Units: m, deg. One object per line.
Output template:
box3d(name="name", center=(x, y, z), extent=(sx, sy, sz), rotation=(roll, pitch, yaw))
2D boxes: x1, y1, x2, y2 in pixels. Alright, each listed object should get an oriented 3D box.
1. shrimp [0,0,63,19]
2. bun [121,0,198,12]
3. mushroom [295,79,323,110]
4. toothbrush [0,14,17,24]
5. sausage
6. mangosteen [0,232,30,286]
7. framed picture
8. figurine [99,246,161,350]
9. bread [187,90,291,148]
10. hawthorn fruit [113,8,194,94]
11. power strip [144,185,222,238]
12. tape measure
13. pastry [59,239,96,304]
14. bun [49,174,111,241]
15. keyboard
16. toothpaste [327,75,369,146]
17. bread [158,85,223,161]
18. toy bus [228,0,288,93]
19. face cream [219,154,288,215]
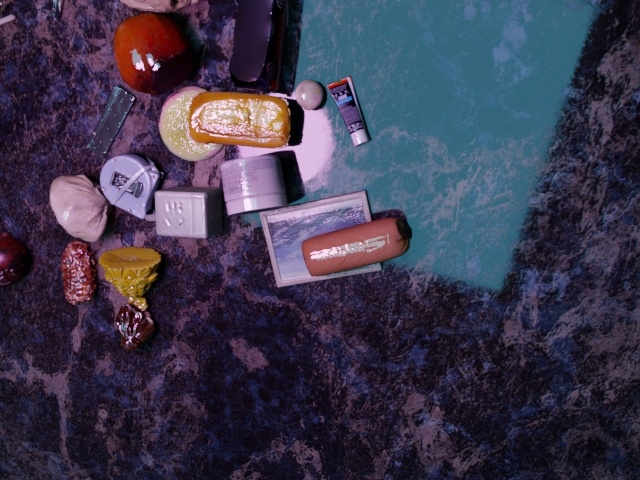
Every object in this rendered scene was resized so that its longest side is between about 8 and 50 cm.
box3d(name="shrimp", center=(-0.897, -0.727, 1.608), extent=(0.262, 0.051, 0.198), rotation=(-37, 92, 9))
box3d(name="bun", center=(-0.404, -0.735, 1.360), extent=(0.362, 0.326, 0.234), rotation=(-19, 101, 21))
box3d(name="mushroom", center=(-0.033, -0.408, 1.479), extent=(0.068, 0.084, 0.083), rotation=(-5, 105, 55))
box3d(name="toothbrush", center=(-1.092, -0.672, 1.683), extent=(0.295, 0.026, 0.028), rotation=(-8, 85, 15))
box3d(name="sausage", center=(0.099, 0.018, 1.498), extent=(0.305, 0.121, 0.121), rotation=(-15, 99, 13))
box3d(name="mangosteen", center=(-1.092, 0.063, 1.785), extent=(0.200, 0.200, 0.199), rotation=(3, 103, 12))
box3d(name="framed picture", center=(0.000, 0.000, 1.589), extent=(0.336, 0.022, 0.247), rotation=(-10, 100, 14))
box3d(name="figurine", center=(-0.606, 0.195, 1.723), extent=(0.188, 0.168, 0.314), rotation=(-4, 115, -14))
box3d(name="bread", center=(-0.224, -0.342, 1.497), extent=(0.289, 0.119, 0.152), rotation=(5, 105, 2))
box3d(name="hawthorn fruit", center=(-0.483, -0.539, 1.484), extent=(0.215, 0.215, 0.249), rotation=(-24, 98, 17))
box3d(name="power strip", center=(-0.424, -0.090, 1.603), extent=(0.225, 0.139, 0.140), rotation=(4, 104, 12))
box3d(name="tape measure", center=(-0.589, -0.180, 1.640), extent=(0.181, 0.107, 0.181), rotation=(19, 109, 1))
box3d(name="pastry", center=(-0.812, 0.108, 1.763), extent=(0.115, 0.097, 0.208), rotation=(1, 101, 2))
box3d(name="bun", center=(-0.731, -0.111, 1.642), extent=(0.133, 0.231, 0.230), rotation=(-28, 95, 0))
box3d(name="keyboard", center=(-0.660, -0.371, 1.656), extent=(0.072, 0.023, 0.231), rotation=(34, 108, -4))
box3d(name="toothpaste", center=(0.086, -0.362, 1.479), extent=(0.071, 0.045, 0.193), rotation=(-22, 91, 8))
box3d(name="bread", center=(-0.388, -0.351, 1.591), extent=(0.229, 0.033, 0.228), rotation=(3, 103, 13))
box3d(name="toy bus", center=(-0.164, -0.557, 1.433), extent=(0.128, 0.147, 0.302), rotation=(10, 103, 11))
box3d(name="face cream", center=(-0.191, -0.157, 1.507), extent=(0.178, 0.177, 0.152), rotation=(-10, 91, 15))
